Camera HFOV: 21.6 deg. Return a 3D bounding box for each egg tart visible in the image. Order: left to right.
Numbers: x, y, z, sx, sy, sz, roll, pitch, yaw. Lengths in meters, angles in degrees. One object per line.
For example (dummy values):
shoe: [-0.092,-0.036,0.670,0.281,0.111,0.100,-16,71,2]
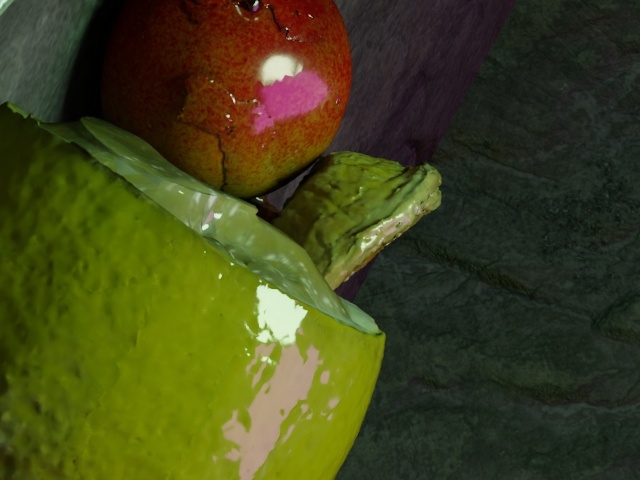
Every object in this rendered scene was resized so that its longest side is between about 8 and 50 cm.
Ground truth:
egg tart: [0.000,0.000,1.374,0.232,0.098,0.252,-45,180,22]

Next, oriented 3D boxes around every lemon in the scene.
lemon: [-0.157,0.107,1.131,0.364,0.364,0.364,-62,170,-20]

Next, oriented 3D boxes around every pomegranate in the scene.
pomegranate: [-0.077,-0.124,1.365,0.210,0.210,0.235,-52,152,-54]

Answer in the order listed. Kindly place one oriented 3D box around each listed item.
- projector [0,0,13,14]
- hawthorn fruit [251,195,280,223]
projector: [-0.170,-0.235,0.491,0.248,0.249,0.248,-61,168,-26]
hawthorn fruit: [-0.132,0.062,1.551,0.262,0.210,0.210,-65,171,21]
